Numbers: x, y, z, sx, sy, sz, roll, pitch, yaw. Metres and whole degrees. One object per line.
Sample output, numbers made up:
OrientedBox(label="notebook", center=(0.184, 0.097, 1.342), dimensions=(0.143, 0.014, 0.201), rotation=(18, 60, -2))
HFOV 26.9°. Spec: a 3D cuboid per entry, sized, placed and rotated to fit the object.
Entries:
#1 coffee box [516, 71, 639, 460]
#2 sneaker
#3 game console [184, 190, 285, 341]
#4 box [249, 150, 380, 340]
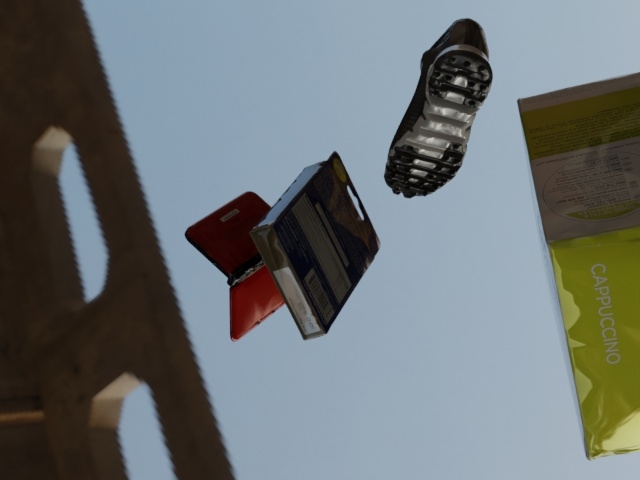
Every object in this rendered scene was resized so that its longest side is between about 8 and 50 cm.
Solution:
OrientedBox(label="coffee box", center=(0.440, 0.012, 1.612), dimensions=(0.334, 0.338, 0.338), rotation=(-88, -15, -55))
OrientedBox(label="sneaker", center=(0.130, -0.144, 1.434), dimensions=(0.078, 0.234, 0.106), rotation=(16, -131, -4))
OrientedBox(label="game console", center=(-0.093, 0.027, 1.575), dimensions=(0.124, 0.085, 0.144), rotation=(42, -143, 9))
OrientedBox(label="box", center=(0.000, 0.000, 1.502), dimensions=(0.136, 0.036, 0.225), rotation=(64, -151, -15))
